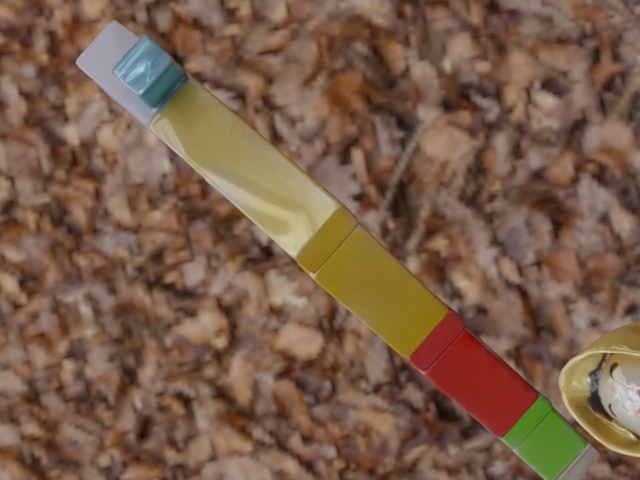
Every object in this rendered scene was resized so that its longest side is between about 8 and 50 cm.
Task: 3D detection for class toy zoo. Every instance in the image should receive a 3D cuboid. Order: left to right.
[{"bbox_3d":[0.000,0.000,0.726,0.192,0.030,0.293,41,179,44],"label":"toy zoo"}]

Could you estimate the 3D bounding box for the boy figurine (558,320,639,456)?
[{"bbox_3d":[0.235,0.104,0.826,0.285,0.092,0.177,36,143,51],"label":"boy figurine"}]
